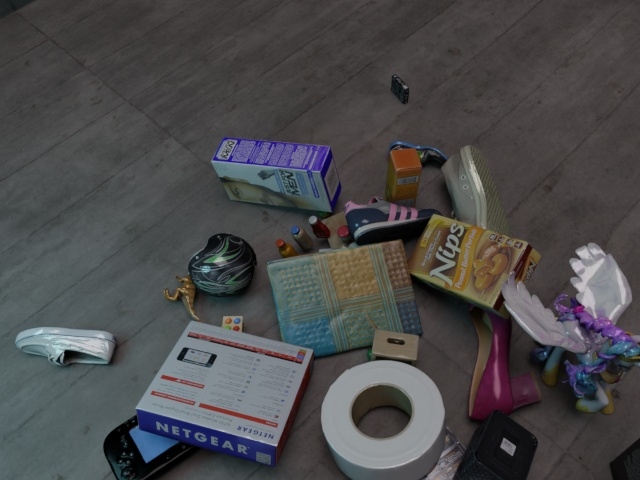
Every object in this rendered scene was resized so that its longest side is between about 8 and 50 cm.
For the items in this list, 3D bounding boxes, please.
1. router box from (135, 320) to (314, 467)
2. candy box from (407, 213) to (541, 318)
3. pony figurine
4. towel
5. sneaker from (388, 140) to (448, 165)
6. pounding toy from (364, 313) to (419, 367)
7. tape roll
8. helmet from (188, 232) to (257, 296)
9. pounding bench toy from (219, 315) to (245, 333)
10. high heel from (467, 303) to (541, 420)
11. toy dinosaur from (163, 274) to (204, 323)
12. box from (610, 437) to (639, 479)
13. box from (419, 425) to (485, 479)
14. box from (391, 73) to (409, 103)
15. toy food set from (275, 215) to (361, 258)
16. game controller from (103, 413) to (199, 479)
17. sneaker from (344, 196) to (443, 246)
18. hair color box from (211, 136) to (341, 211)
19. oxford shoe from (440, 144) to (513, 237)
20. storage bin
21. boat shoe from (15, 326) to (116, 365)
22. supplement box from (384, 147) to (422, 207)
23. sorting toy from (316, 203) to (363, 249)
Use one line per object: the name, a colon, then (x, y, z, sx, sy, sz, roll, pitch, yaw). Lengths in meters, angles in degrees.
router box: (-0.216, 0.351, 1.519, 0.336, 0.082, 0.301, 12, 37, 10)
candy box: (0.381, 0.059, 1.643, 0.316, 0.088, 0.182, 23, 81, 50)
pony figurine: (0.603, 0.221, 1.475, 0.303, 0.363, 0.351, -24, 58, -13)
towel: (0.063, 0.155, 1.681, 0.371, 0.040, 0.271, -10, 82, -6)
sneaker: (0.306, -0.258, 2.002, 0.188, 0.067, 0.078, 12, 78, 8)
pounding toy: (0.172, 0.269, 1.598, 0.141, 0.130, 0.100, 8, 50, 7)
tape roll: (0.146, 0.419, 1.478, 0.286, 0.100, 0.286, -7, 43, 7)
helmet: (-0.267, 0.075, 1.730, 0.170, 0.169, 0.161, 14, 41, 12)
pounding bench toy: (-0.244, 0.234, 1.678, 0.083, 0.065, 0.052, -1, 56, 2)
high heel: (0.397, 0.257, 1.601, 0.182, 0.127, 0.377, -12, 57, -11)
toy dinosaur: (-0.367, 0.150, 1.742, 0.112, 0.064, 0.211, -7, 56, -4)
box: (0.760, 0.464, 1.296, 0.191, 0.381, 0.143, 0, 54, 1)
box: (0.253, 0.563, 1.443, 0.231, 0.056, 0.183, -29, 59, -17)
box: (0.270, -0.514, 2.165, 0.018, 0.067, 0.083, -26, 58, -13)
toy food set: (0.000, 0.000, 1.762, 0.232, 0.104, 0.111, -1, 63, 22)
game controller: (-0.359, 0.452, 1.535, 0.319, 0.067, 0.166, -31, 60, -18)
sneaker: (0.207, -0.075, 1.785, 0.319, 0.112, 0.131, -7, 58, -37)
hair color box: (-0.126, -0.192, 1.861, 0.339, 0.185, 0.110, 9, 57, 21)
oxford shoe: (0.448, -0.064, 1.827, 0.130, 0.169, 0.449, -28, 58, 32)
storage bin: (0.397, 0.484, 1.425, 0.122, 0.084, 0.180, 35, 38, 12)
boat shoe: (-0.665, 0.280, 1.646, 0.258, 0.095, 0.084, -2, 52, 2)
supplement box: (0.233, -0.156, 1.824, 0.080, 0.233, 0.078, -7, 56, -7)
sorting toy: (0.089, -0.013, 1.831, 0.132, 0.046, 0.274, -23, 56, 4)
